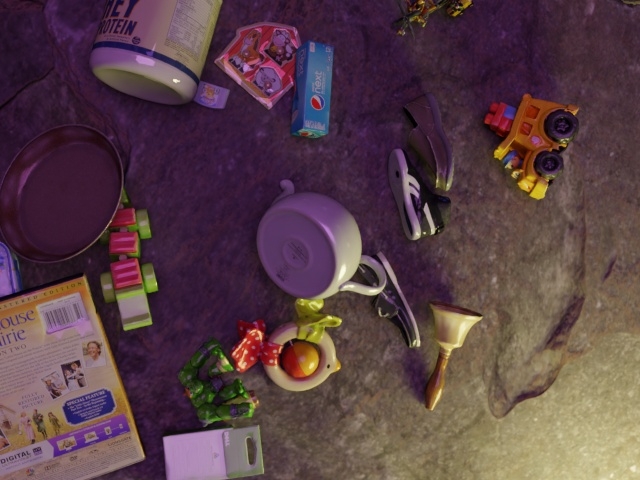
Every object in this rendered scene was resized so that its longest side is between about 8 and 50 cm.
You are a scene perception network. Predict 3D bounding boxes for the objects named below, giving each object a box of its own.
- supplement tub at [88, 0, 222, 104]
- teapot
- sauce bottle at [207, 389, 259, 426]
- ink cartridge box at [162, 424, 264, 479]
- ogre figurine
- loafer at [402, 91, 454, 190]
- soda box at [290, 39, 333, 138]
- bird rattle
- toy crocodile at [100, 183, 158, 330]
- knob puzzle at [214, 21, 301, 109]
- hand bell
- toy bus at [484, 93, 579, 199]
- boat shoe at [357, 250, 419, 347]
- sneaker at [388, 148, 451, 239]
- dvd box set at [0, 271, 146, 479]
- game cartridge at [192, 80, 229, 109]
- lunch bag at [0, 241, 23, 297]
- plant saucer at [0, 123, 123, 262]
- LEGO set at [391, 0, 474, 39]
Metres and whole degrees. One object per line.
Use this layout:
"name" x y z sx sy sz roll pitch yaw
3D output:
"supplement tub" -0.346 -0.484 1.671 0.235 0.235 0.325 15 82 -7
"teapot" 0.000 0.000 1.698 0.187 0.252 0.256 -31 115 -50
"sauce bottle" -0.200 0.373 1.701 0.128 0.042 0.042 -22 88 -12
"ink cartridge box" -0.234 0.464 1.676 0.209 0.062 0.109 -5 85 -9
"ogre figurine" -0.235 0.318 1.673 0.118 0.097 0.197 -32 83 -3
"loafer" 0.250 -0.225 1.800 0.087 0.094 0.251 -12 66 0
"soda box" -0.020 -0.347 1.781 0.067 0.071 0.210 8 82 -26
"bird rattle" -0.064 0.243 1.699 0.253 0.143 0.207 -30 105 -7
"toy crocodile" -0.419 0.026 1.652 0.115 0.105 0.341 -8 69 -9
"knob puzzle" -0.122 -0.432 1.803 0.213 0.030 0.213 1 84 -8
"hand bell" 0.282 0.273 1.767 0.126 0.126 0.242 13 94 -7
"toy bus" 0.482 -0.234 1.825 0.211 0.149 0.220 21 84 7
"boat shoe" 0.156 0.144 1.761 0.079 0.084 0.233 -25 82 -7
"sneaker" 0.238 -0.115 1.809 0.121 0.079 0.217 -11 86 -20
"dvd box set" -0.572 0.308 1.590 0.307 0.062 0.421 -18 102 -11
"game cartridge" -0.257 -0.334 1.780 0.083 0.017 0.056 16 86 -7
"lunch bag" -0.716 0.115 1.626 0.176 0.090 0.219 -11 86 -9
"plant saucer" -0.547 -0.097 1.642 0.310 0.050 0.311 -5 74 17
"LEGO set" 0.214 -0.649 1.760 0.192 0.255 0.331 -36 103 -37
